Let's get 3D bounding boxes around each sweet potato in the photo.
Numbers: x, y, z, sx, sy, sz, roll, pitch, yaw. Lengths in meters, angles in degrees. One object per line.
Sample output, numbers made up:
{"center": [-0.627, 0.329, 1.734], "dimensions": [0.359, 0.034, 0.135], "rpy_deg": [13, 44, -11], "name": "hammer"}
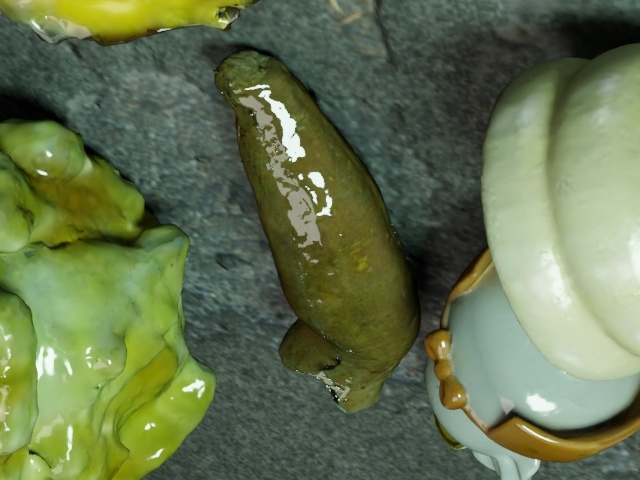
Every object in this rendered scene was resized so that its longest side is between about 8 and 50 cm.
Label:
{"center": [-0.003, 0.005, 1.168], "dimensions": [0.112, 0.085, 0.286], "rpy_deg": [11, 145, 31], "name": "sweet potato"}

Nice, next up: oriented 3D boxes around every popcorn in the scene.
{"center": [-0.216, 0.076, 1.260], "dimensions": [0.274, 0.279, 0.335], "rpy_deg": [-3, 129, 10], "name": "popcorn"}

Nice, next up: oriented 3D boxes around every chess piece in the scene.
{"center": [0.236, -0.033, 0.879], "dimensions": [0.299, 0.167, 0.167], "rpy_deg": [-13, 131, 41], "name": "chess piece"}

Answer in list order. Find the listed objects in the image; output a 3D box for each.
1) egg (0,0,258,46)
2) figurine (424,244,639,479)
{"center": [-0.081, -0.251, 0.742], "dimensions": [0.337, 0.201, 0.337], "rpy_deg": [0, 132, 0], "name": "egg"}
{"center": [0.117, 0.074, 1.136], "dimensions": [0.143, 0.143, 0.271], "rpy_deg": [37, 146, -16], "name": "figurine"}
